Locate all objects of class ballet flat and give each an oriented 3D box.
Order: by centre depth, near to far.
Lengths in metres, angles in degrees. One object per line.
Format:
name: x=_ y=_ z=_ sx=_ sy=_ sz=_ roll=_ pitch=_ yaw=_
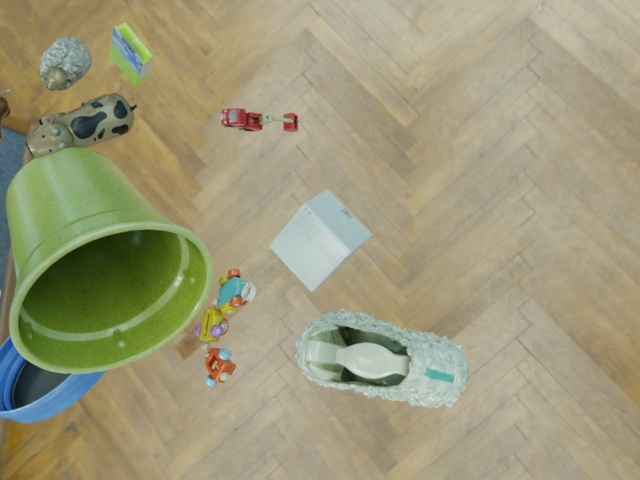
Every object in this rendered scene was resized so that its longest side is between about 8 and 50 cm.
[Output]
ballet flat: x=0.058 y=0.186 z=1.060 sx=0.409 sy=0.147 sz=0.147 roll=-5 pitch=78 yaw=51

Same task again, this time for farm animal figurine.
farm animal figurine: x=-0.477 y=-0.179 z=1.222 sx=0.172 sy=0.330 sz=0.327 roll=4 pitch=47 yaw=48

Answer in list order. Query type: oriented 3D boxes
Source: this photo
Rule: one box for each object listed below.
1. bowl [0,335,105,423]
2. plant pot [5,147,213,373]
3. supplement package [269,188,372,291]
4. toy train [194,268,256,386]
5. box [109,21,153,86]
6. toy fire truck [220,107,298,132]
bowl: x=-0.655 y=0.278 z=1.586 sx=0.391 sy=0.077 sz=0.391 roll=-21 pitch=36 yaw=16
plant pot: x=-0.333 y=0.006 z=0.926 sx=0.276 sy=0.276 sz=0.254 roll=-44 pitch=54 yaw=6
supplement package: x=0.000 y=0.000 z=1.869 sx=0.194 sy=0.149 sz=0.203 roll=47 pitch=126 yaw=7
toy train: x=-0.132 y=0.129 z=0.949 sx=0.125 sy=0.046 sz=0.166 roll=34 pitch=102 yaw=51
box: x=-0.476 y=-0.467 z=1.595 sx=0.042 sy=0.178 sz=0.109 roll=-43 pitch=98 yaw=-21
toy fire truck: x=-0.160 y=-0.323 z=1.710 sx=0.135 sy=0.192 sz=0.047 roll=0 pitch=91 yaw=30
